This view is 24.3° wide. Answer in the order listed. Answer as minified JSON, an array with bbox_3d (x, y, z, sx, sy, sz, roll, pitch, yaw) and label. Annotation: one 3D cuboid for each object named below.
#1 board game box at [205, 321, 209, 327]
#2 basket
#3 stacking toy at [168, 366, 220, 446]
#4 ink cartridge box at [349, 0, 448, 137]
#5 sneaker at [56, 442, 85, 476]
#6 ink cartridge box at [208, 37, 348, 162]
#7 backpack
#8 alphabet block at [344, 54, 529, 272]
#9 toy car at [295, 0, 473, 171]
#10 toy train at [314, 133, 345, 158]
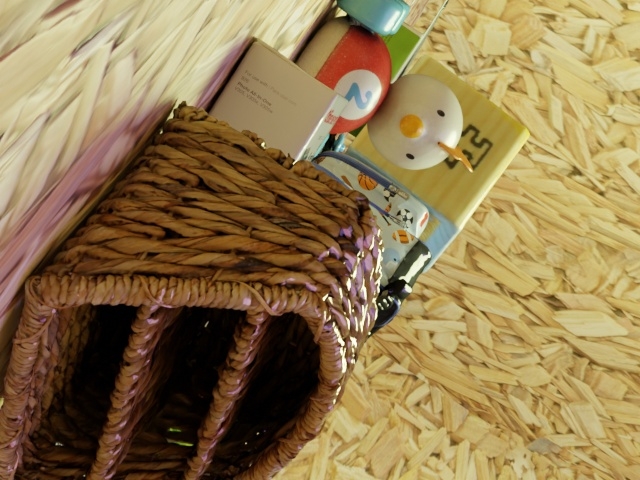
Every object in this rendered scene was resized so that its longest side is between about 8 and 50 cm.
[{"bbox_3d":[-0.188,0.174,2.275,0.224,0.097,0.303,-37,163,-55],"label":"board game box"},{"bbox_3d":[-0.094,0.094,1.108,0.223,0.213,0.299,-57,175,-42],"label":"basket"},{"bbox_3d":[-0.162,0.281,1.887,0.279,0.130,0.309,-118,-140,-50],"label":"stacking toy"},{"bbox_3d":[0.096,-0.290,2.130,0.255,0.097,0.189,-57,179,-12],"label":"ink cartridge box"},{"bbox_3d":[-0.198,0.282,1.332,0.158,0.182,0.410,-59,156,-65],"label":"sneaker"},{"bbox_3d":[-0.071,-0.063,1.317,0.212,0.093,0.154,-58,178,4],"label":"ink cartridge box"},{"bbox_3d":[0.000,0.000,1.998,0.213,0.263,0.276,-63,-174,-31],"label":"backpack"},{"bbox_3d":[0.146,-0.105,2.105,0.197,0.193,0.192,-52,179,-26],"label":"alphabet block"},{"bbox_3d":[0.083,-0.152,1.719,0.219,0.238,0.210,-57,179,11],"label":"toy car"},{"bbox_3d":[-0.021,-0.107,2.303,0.105,0.080,0.184,-54,-168,53],"label":"toy train"}]
